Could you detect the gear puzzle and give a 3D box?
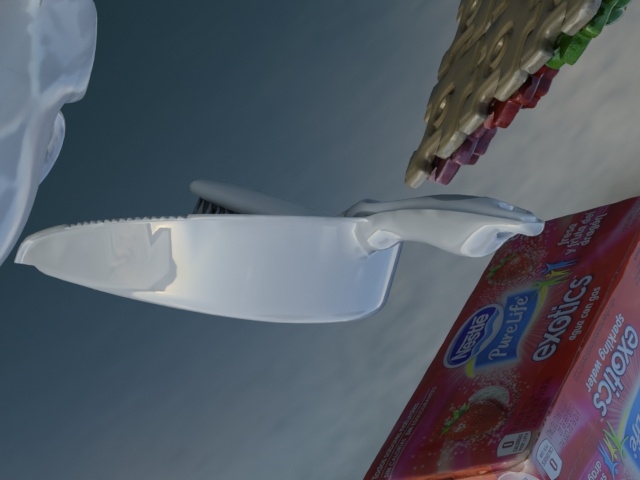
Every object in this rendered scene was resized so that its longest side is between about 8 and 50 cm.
[{"bbox_3d":[0.149,-0.153,1.010,0.339,0.044,0.175,-46,-158,60],"label":"gear puzzle"}]

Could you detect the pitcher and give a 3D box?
[{"bbox_3d":[-0.211,-0.038,1.042,0.207,0.125,0.177,-59,163,-31],"label":"pitcher"}]

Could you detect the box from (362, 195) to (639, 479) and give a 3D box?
[{"bbox_3d":[0.147,0.101,1.094,0.123,0.128,0.257,-17,-153,38],"label":"box"}]

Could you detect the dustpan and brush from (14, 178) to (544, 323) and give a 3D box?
[{"bbox_3d":[0.000,0.000,0.685,0.147,0.211,0.060,0,100,-43],"label":"dustpan and brush"}]
